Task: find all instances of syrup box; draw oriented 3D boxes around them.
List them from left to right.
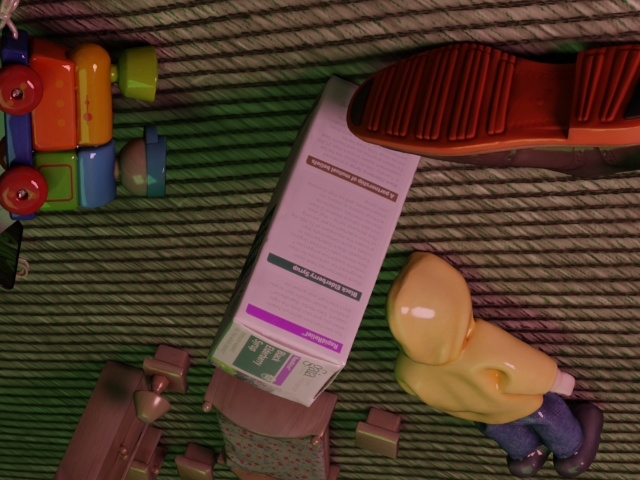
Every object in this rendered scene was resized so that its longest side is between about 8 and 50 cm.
[{"bbox_3d":[0.000,0.000,1.410,0.096,0.236,0.093,25,151,-5],"label":"syrup box"}]

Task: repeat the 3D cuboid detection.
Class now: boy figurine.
[{"bbox_3d":[0.141,0.119,1.661,0.177,0.092,0.285,-9,137,43],"label":"boy figurine"}]

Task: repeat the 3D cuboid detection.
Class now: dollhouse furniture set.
[{"bbox_3d":[-0.100,0.285,2.010,0.356,0.173,0.303,16,150,12],"label":"dollhouse furniture set"}]

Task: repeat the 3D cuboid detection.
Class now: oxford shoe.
[{"bbox_3d":[0.149,-0.082,1.326,0.271,0.097,0.098,4,152,29],"label":"oxford shoe"}]

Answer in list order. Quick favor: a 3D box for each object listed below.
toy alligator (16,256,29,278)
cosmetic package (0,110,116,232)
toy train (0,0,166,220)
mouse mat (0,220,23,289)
[{"bbox_3d":[-0.384,-0.015,1.839,0.190,0.056,0.051,28,-168,-12],"label":"toy alligator"},{"bbox_3d":[-0.285,-0.082,1.645,0.099,0.060,0.239,35,148,-18],"label":"cosmetic package"},{"bbox_3d":[-0.196,-0.142,1.461,0.143,0.105,0.248,-2,114,-9],"label":"toy train"},{"bbox_3d":[-0.370,-0.032,1.725,0.190,0.152,0.007,34,109,-20],"label":"mouse mat"}]
